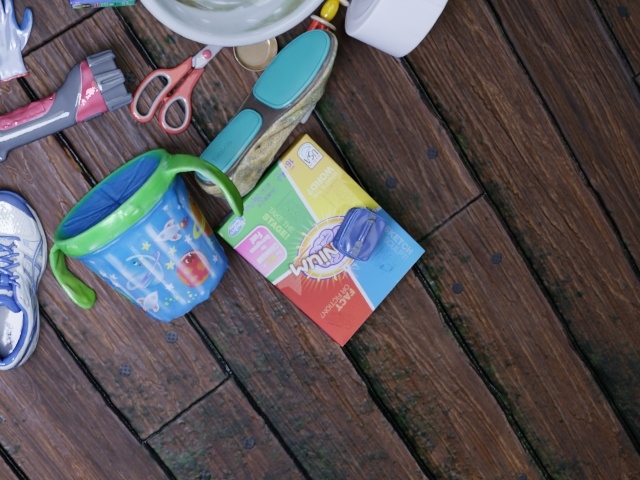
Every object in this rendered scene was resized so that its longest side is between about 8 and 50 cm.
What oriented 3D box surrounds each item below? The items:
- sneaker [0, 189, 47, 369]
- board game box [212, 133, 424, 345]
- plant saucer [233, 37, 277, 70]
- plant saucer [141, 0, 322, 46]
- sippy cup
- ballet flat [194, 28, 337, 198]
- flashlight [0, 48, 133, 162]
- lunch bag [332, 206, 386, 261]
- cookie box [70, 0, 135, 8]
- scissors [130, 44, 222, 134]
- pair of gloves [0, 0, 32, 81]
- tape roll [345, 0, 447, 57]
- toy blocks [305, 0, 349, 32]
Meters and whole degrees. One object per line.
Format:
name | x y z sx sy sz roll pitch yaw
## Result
sneaker | -0.506 0.066 1.395 0.111 0.131 0.297 -5 95 -13
board game box | 0.000 0.000 1.560 0.316 0.064 0.242 43 83 -15
plant saucer | -0.118 -0.343 1.518 0.083 0.015 0.084 -4 100 -25
plant saucer | -0.136 -0.516 1.365 0.400 0.100 0.401 -16 132 -18
sippy cup | -0.279 0.005 1.414 0.224 0.305 0.240 53 52 -24
ballet flat | -0.083 -0.214 1.496 0.123 0.123 0.349 39 88 -15
flashlight | -0.466 -0.218 1.401 0.304 0.103 0.103 -22 138 -8
lunch bag | 0.072 -0.014 1.510 0.067 0.065 0.099 27 88 -16
cookie box | -0.370 -0.441 1.432 0.107 0.040 0.092 -7 95 -14
scissors | -0.219 -0.320 1.495 0.109 0.021 0.297 33 86 -16
pair of gloves | -0.567 -0.331 1.399 0.198 0.023 0.159 -15 99 -13
tape roll | 0.147 -0.461 1.446 0.100 0.286 0.286 22 89 -16
toy blocks | -0.036 -0.388 1.522 0.123 0.054 0.148 28 97 -10
